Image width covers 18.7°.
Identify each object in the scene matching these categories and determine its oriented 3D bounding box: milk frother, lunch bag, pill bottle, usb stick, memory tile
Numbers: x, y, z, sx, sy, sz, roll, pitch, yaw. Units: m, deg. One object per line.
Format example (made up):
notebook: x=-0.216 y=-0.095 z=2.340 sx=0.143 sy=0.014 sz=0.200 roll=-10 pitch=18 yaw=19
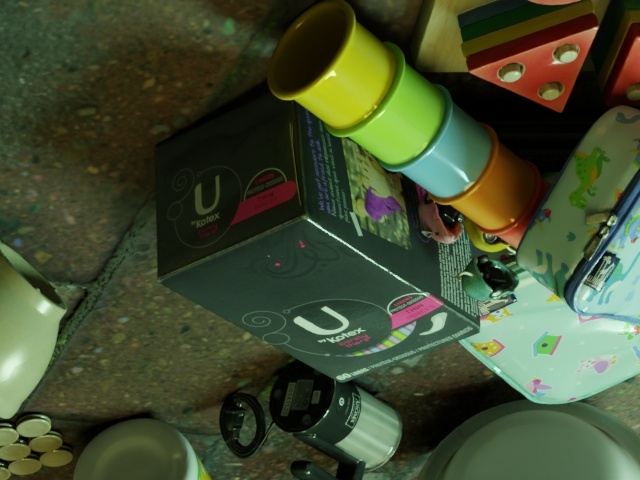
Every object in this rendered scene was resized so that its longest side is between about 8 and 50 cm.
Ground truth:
milk frother: x=-0.014 y=0.197 z=2.077 sx=0.143 sy=0.129 sz=0.134 roll=20 pitch=169 yaw=42
lunch bag: x=0.270 y=-0.020 z=1.657 sx=0.176 sy=0.090 sz=0.219 roll=-58 pitch=150 yaw=9
pill bottle: x=-0.172 y=0.308 z=2.142 sx=0.136 sy=0.136 sz=0.246 roll=-14 pitch=146 yaw=6
usb stick: x=0.224 y=-0.090 z=1.748 sx=0.278 sy=0.045 sz=0.077 roll=-1 pitch=152 yaw=-13
memory tile: x=-0.348 y=0.228 z=2.091 sx=0.148 sy=0.012 sz=0.113 roll=-15 pitch=146 yaw=6
lunch bag: x=0.248 y=0.046 z=1.895 sx=0.224 sy=0.108 sz=0.279 roll=-24 pitch=144 yaw=20

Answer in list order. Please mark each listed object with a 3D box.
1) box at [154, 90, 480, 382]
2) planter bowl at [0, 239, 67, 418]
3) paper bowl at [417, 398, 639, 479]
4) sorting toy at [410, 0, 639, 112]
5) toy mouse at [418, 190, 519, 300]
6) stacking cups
box: x=0.000 y=0.000 z=1.720 sx=0.165 sy=0.143 sz=0.270 roll=-24 pitch=144 yaw=30
planter bowl: x=-0.300 y=0.066 z=1.760 sx=0.109 sy=0.162 sz=0.162 roll=-45 pitch=140 yaw=1
paper bowl: x=0.238 y=0.299 z=2.107 sx=0.284 sy=0.284 sz=0.148 roll=-12 pitch=144 yaw=3
sorting toy: x=0.225 y=-0.201 z=1.546 sx=0.255 sy=0.089 sz=0.257 roll=-1 pitch=145 yaw=-13
toy mouse: x=0.125 y=0.006 z=1.702 sx=0.031 sy=0.143 sz=0.161 roll=-35 pitch=107 yaw=30
stacking cups: x=0.092 y=-0.077 z=1.639 sx=0.096 sy=0.096 sz=0.316 roll=-31 pitch=131 yaw=28
